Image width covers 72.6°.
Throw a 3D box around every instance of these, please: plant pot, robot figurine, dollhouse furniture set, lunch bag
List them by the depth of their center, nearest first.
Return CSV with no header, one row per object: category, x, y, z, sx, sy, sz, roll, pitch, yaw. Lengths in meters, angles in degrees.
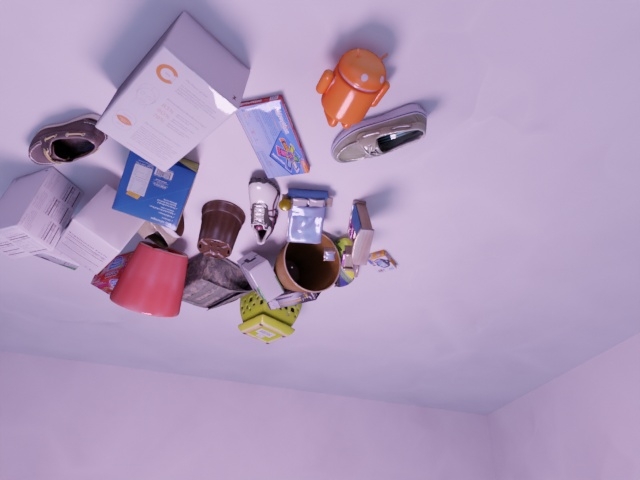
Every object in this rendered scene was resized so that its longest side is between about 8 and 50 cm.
robot figurine,0.080,-0.382,1.094,0.158,0.128,0.219,32,139,-3
dollhouse furniture set,0.000,0.000,1.482,0.304,0.198,0.286,5,122,-5
plant pot,-0.370,-0.032,1.586,0.167,0.165,0.167,4,144,3
plant pot,-0.086,0.107,1.711,0.237,0.237,0.254,23,154,-22
plant pot,-0.657,0.145,1.726,0.275,0.243,0.275,18,179,0
lunch bag,-0.456,0.200,1.908,0.235,0.168,0.287,-27,138,35
plant pot,-0.242,0.348,2.042,0.228,0.207,0.227,33,135,-31

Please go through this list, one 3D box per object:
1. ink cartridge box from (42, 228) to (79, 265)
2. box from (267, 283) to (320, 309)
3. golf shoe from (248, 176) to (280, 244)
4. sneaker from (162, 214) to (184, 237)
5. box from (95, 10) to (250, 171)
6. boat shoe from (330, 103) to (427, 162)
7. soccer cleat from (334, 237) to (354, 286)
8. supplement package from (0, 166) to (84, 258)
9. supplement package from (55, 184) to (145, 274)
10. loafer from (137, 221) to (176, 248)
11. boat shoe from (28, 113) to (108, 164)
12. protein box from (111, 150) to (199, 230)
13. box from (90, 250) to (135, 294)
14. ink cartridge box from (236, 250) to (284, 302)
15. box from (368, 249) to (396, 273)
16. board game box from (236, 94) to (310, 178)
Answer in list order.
ink cartridge box,-1.079,0.002,1.710,0.289,0.121,0.211,27,158,-26
box,-0.096,0.208,1.858,0.231,0.183,0.056,-16,106,25
golf shoe,-0.197,-0.102,1.509,0.105,0.120,0.272,5,143,5
sneaker,-0.590,-0.126,1.550,0.123,0.105,0.290,-6,131,18
box,-0.384,-0.369,1.135,0.345,0.168,0.215,-26,133,35
boat shoe,0.157,-0.288,1.238,0.302,0.094,0.109,-21,136,30
soccer cleat,0.106,0.081,1.765,0.121,0.093,0.289,-18,143,-20
supplement package,-0.991,-0.093,1.498,0.204,0.261,0.145,-10,140,20
supplement package,-0.767,-0.031,1.524,0.175,0.177,0.293,41,139,-21
loafer,-0.657,-0.057,1.646,0.102,0.092,0.269,-30,132,35
boat shoe,-0.793,-0.292,1.346,0.325,0.096,0.116,-12,140,21
protein box,-0.512,-0.172,1.368,0.200,0.136,0.201,20,107,-18
box,-0.854,0.144,1.908,0.257,0.128,0.122,-14,139,24
ink cartridge box,-0.243,0.140,1.736,0.087,0.208,0.153,-32,109,-16
box,0.254,0.092,1.788,0.081,0.028,0.136,-19,135,28
board game box,-0.139,-0.302,1.311,0.145,0.027,0.281,-4,142,15
